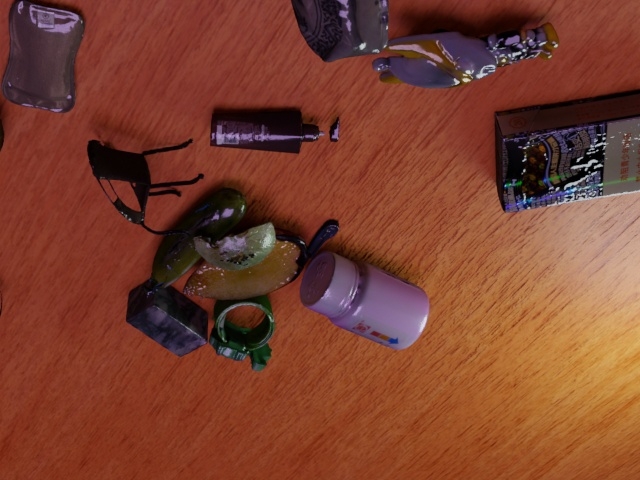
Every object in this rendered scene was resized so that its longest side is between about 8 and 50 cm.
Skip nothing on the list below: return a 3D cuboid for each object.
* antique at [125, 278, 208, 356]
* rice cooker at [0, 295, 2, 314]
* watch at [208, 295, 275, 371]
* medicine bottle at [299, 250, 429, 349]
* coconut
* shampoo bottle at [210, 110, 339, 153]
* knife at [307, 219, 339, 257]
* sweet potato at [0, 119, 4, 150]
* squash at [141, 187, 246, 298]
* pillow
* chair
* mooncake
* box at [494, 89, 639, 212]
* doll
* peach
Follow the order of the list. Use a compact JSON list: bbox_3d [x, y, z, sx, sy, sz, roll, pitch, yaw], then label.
[{"bbox_3d":[-0.326,0.171,2.170,0.086,0.088,0.183,-30,130,24],"label":"antique"},{"bbox_3d":[-0.764,0.144,2.070,0.202,0.142,0.118,4,147,-8],"label":"rice cooker"},{"bbox_3d":[-0.158,0.182,2.193,0.165,0.131,0.152,21,112,-18],"label":"watch"},{"bbox_3d":[0.093,0.125,2.117,0.254,0.152,0.152,25,128,-25],"label":"medicine bottle"},{"bbox_3d":[-0.158,0.018,1.950,0.158,0.055,0.133,-21,137,10],"label":"coconut"},{"bbox_3d":[-0.084,-0.202,1.834,0.236,0.067,0.068,2,145,-7],"label":"shampoo bottle"},{"bbox_3d":[0.000,0.000,2.077,0.031,0.018,0.121,21,132,-21],"label":"knife"},{"bbox_3d":[-0.622,-0.203,1.764,0.124,0.098,0.310,20,136,6],"label":"sweet potato"},{"bbox_3d":[-0.262,0.003,2.009,0.087,0.087,0.331,27,125,-28],"label":"squash"},{"bbox_3d":[-0.477,-0.310,1.711,0.130,0.033,0.218,10,134,-11],"label":"pillow"},{"bbox_3d":[-0.333,-0.106,1.840,0.213,0.174,0.149,4,132,-24],"label":"chair"},{"bbox_3d":[0.010,-0.419,1.492,0.136,0.254,0.250,-16,133,-5],"label":"mooncake"},{"bbox_3d":[0.492,-0.168,1.903,0.310,0.084,0.198,-9,136,4],"label":"box"},{"bbox_3d":[0.245,-0.318,1.724,0.316,0.145,0.103,-10,102,-3],"label":"doll"},{"bbox_3d":[-0.157,0.046,2.072,0.279,0.068,0.189,-16,136,6],"label":"peach"}]
